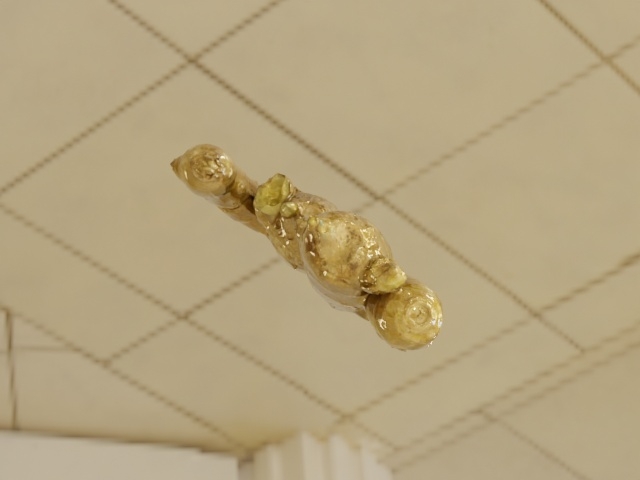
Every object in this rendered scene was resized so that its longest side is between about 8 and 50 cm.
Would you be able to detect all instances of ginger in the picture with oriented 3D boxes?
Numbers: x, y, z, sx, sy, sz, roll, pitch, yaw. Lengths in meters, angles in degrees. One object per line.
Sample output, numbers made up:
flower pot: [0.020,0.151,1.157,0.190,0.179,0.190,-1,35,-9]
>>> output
ginger: [0.000,0.000,0.983,0.052,0.193,0.176,-53,166,2]
